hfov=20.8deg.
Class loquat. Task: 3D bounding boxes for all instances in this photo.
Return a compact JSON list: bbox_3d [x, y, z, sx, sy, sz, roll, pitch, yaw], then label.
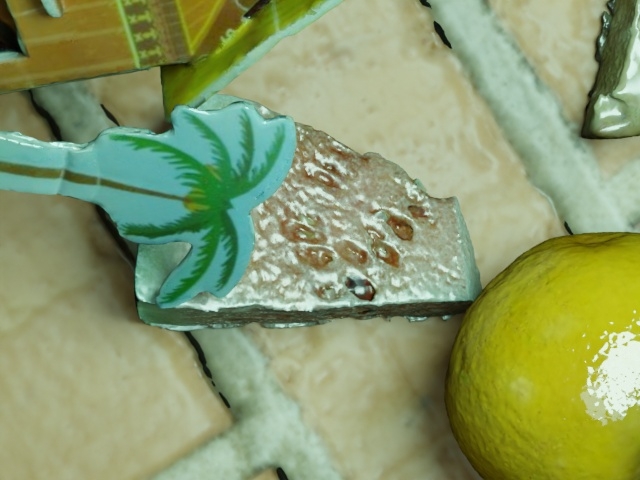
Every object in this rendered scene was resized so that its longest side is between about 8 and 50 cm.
[{"bbox_3d":[0.184,0.095,1.118,0.208,0.208,0.208,0,89,-7],"label":"loquat"}]

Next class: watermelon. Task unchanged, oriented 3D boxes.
[{"bbox_3d":[0.000,0.000,1.166,0.241,0.094,0.154,13,77,-8],"label":"watermelon"}]

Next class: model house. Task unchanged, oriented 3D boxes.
[{"bbox_3d":[-0.119,-0.164,1.040,0.323,0.340,0.300,-10,48,4],"label":"model house"}]

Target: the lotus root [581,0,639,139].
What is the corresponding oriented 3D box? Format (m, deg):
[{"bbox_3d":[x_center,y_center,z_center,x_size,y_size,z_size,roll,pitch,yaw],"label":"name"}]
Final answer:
[{"bbox_3d":[0.283,-0.184,1.206,0.170,0.074,0.261,10,88,-10],"label":"lotus root"}]
